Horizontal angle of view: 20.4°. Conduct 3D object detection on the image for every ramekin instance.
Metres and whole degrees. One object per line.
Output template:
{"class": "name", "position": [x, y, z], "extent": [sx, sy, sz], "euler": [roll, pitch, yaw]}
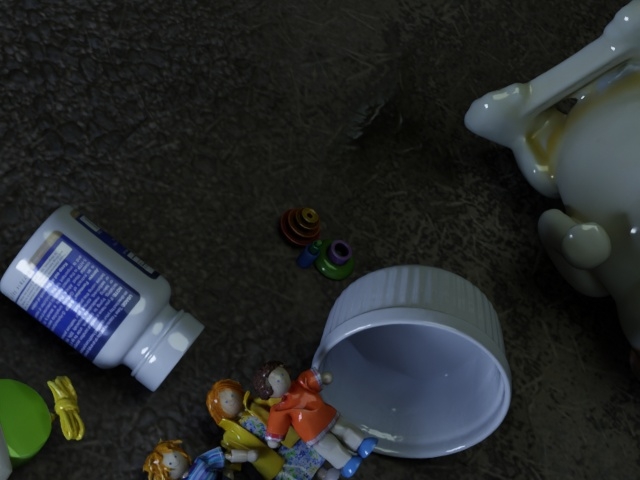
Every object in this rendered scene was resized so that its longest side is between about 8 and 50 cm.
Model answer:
{"class": "ramekin", "position": [0.096, 0.120, 1.843], "extent": [0.207, 0.207, 0.109], "euler": [24, 40, -14]}

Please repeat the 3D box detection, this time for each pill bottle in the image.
{"class": "pill bottle", "position": [-0.213, 0.061, 1.758], "extent": [0.187, 0.112, 0.112], "euler": [38, 47, -1]}

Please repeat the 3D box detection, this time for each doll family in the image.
{"class": "doll family", "position": [-0.081, 0.232, 1.734], "extent": [0.163, 0.118, 0.263], "euler": [41, 65, -7]}

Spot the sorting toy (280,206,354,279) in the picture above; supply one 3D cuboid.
{"class": "sorting toy", "position": [0.000, 0.000, 1.973], "extent": [0.102, 0.042, 0.061], "euler": [37, 47, -3]}

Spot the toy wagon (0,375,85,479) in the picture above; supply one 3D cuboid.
{"class": "toy wagon", "position": [-0.382, 0.183, 1.603], "extent": [0.344, 0.068, 0.267], "euler": [-4, 61, -33]}

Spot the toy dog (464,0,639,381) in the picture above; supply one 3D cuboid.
{"class": "toy dog", "position": [0.397, -0.011, 2.096], "extent": [0.408, 0.285, 0.395], "euler": [67, 12, 24]}
